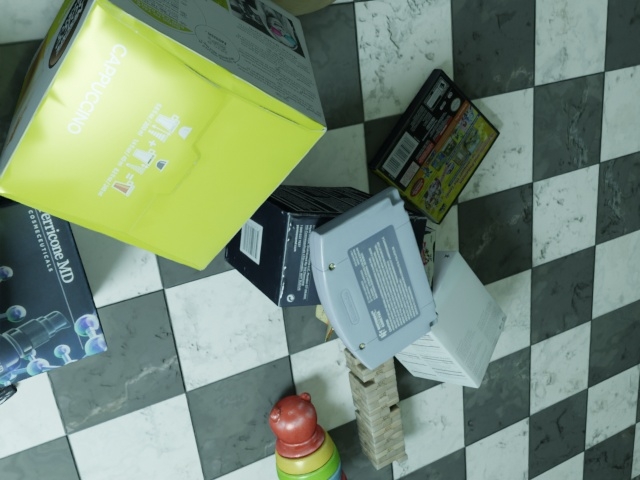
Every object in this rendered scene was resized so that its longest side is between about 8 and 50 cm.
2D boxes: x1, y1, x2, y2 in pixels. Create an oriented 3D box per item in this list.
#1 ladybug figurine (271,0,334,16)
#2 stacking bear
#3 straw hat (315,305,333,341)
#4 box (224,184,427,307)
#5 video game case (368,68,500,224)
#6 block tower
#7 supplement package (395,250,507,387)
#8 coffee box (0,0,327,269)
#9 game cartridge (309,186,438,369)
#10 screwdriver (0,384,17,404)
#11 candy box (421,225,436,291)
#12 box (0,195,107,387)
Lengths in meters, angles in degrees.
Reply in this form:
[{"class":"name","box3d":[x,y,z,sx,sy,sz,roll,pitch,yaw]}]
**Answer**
[{"class":"ladybug figurine","box3d":[-0.126,-0.547,1.083,0.449,0.162,0.305,9,102,-30]},{"class":"stacking bear","box3d":[-0.040,0.493,1.477,0.175,0.164,0.289,-23,111,-20]},{"class":"straw hat","box3d":[0.021,0.156,1.445,0.061,0.144,0.145,27,93,11]},{"class":"box","box3d":[0.000,0.000,1.249,0.293,0.296,0.183,-1,106,-27]},{"class":"video game case","box3d":[0.273,-0.214,1.480,0.248,0.035,0.275,36,87,-32]},{"class":"block tower","box3d":[0.140,0.416,1.580,0.097,0.091,0.336,-21,114,-20]},{"class":"supplement package","box3d":[0.266,0.179,1.477,0.263,0.198,0.199,48,59,-31]},{"class":"coffee box","box3d":[-0.241,-0.219,0.960,0.338,0.335,0.337,25,125,-32]},{"class":"game cartridge","box3d":[0.094,0.076,1.121,0.198,0.062,0.297,-27,117,-14]},{"class":"screwdriver","box3d":[-0.641,0.329,1.176,0.170,0.024,0.025,-41,92,-9]},{"class":"candy box","box3d":[0.155,0.025,1.376,0.071,0.233,0.159,-10,111,-25]},{"class":"box","box3d":[-0.587,0.080,1.007,0.395,0.212,0.294,-19,117,-22]}]
